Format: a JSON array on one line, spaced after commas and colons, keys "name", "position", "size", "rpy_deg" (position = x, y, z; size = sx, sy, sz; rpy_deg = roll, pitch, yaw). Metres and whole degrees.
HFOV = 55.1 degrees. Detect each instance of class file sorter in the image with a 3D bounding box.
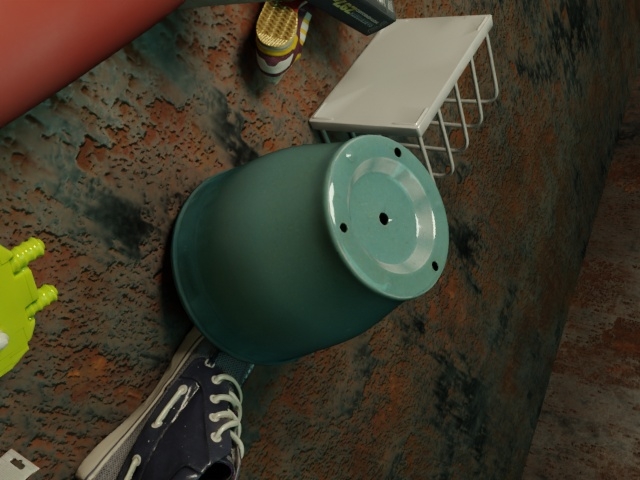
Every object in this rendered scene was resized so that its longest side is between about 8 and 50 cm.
[{"name": "file sorter", "position": [0.154, -0.217, 1.012], "size": [0.278, 0.193, 0.173], "rpy_deg": [-56, 140, -27]}]

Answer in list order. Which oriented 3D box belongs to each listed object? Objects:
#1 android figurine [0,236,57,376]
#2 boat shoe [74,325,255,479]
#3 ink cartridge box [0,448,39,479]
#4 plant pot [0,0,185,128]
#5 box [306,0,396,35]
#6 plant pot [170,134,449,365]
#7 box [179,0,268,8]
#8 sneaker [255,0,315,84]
[{"name": "android figurine", "position": [-0.344, 0.091, 0.506], "size": [0.273, 0.056, 0.248], "rpy_deg": [-38, 148, -41]}, {"name": "boat shoe", "position": [-0.134, 0.222, 0.767], "size": [0.340, 0.158, 0.127], "rpy_deg": [-53, 135, -30]}, {"name": "ink cartridge box", "position": [-0.331, 0.265, 0.600], "size": [0.115, 0.063, 0.029], "rpy_deg": [-44, 130, -37]}, {"name": "plant pot", "position": [-0.270, -0.202, 0.430], "size": [0.243, 0.275, 0.275], "rpy_deg": [-53, 136, -17]}, {"name": "box", "position": [0.018, -0.420, 0.834], "size": [0.183, 0.059, 0.233], "rpy_deg": [4, 73, -54]}, {"name": "plant pot", "position": [0.000, 0.000, 0.735], "size": [0.271, 0.255, 0.272], "rpy_deg": [14, 67, -35]}, {"name": "box", "position": [-0.145, -0.328, 0.603], "size": [0.181, 0.182, 0.119], "rpy_deg": [17, 87, -52]}, {"name": "sneaker", "position": [-0.047, -0.299, 0.842], "size": [0.084, 0.069, 0.185], "rpy_deg": [104, 6, -57]}]
